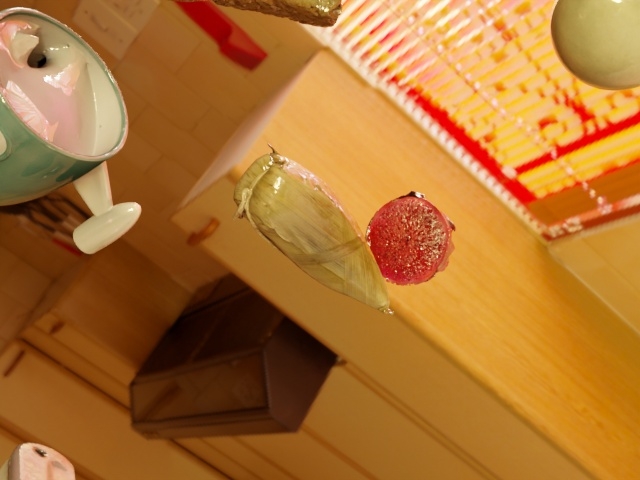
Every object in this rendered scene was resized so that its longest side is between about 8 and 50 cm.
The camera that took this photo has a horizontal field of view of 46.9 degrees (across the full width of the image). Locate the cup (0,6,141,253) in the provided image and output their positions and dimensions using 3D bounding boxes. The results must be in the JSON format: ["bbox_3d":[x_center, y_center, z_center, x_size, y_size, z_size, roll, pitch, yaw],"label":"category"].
[{"bbox_3d":[-0.303,-0.109,0.707,0.173,0.299,0.167,-27,-159,24],"label":"cup"}]

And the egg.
[{"bbox_3d":[0.431,-0.314,1.070,0.186,0.186,0.253,-43,159,25],"label":"egg"}]

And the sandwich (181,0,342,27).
[{"bbox_3d":[-0.113,-0.461,1.037,0.131,0.326,0.262,-149,-112,-79],"label":"sandwich"}]

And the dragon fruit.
[{"bbox_3d":[0.157,0.003,1.207,0.153,0.153,0.111,-48,155,12],"label":"dragon fruit"}]

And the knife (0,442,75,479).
[{"bbox_3d":[-0.172,0.206,0.471,0.040,0.073,0.265,-64,-156,0],"label":"knife"}]

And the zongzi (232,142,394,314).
[{"bbox_3d":[0.000,0.000,0.837,0.099,0.197,0.194,-44,157,5],"label":"zongzi"}]
